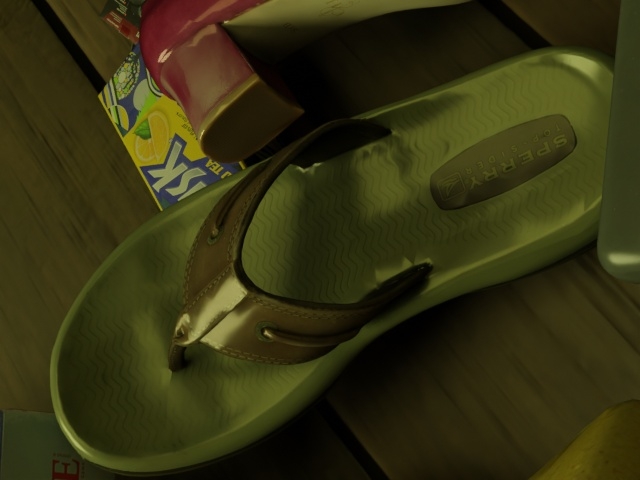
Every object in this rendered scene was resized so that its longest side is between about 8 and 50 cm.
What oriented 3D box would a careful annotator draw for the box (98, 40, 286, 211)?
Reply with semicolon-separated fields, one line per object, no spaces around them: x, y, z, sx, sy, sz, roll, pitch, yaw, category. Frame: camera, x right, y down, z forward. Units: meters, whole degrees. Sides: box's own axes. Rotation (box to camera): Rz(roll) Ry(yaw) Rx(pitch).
-0.053;-0.037;0.884;0.059;0.054;0.169;-50;49;21;box

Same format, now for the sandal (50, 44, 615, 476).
0.000;-0.002;0.747;0.303;0.086;0.120;-31;70;14;sandal

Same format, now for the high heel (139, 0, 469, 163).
0.016;-0.147;0.824;0.244;0.082;0.117;-42;49;15;high heel

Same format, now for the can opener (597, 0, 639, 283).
0.166;-0.116;0.684;0.093;0.074;0.280;4;79;44;can opener

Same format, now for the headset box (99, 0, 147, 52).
-0.085;-0.140;0.964;0.062;0.032;0.083;37;104;45;headset box

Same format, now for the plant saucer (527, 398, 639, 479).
0.078;0.271;0.555;0.333;0.081;0.332;-45;62;11;plant saucer

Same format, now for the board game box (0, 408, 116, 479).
-0.202;0.273;0.861;0.318;0.066;0.318;-30;56;52;board game box
